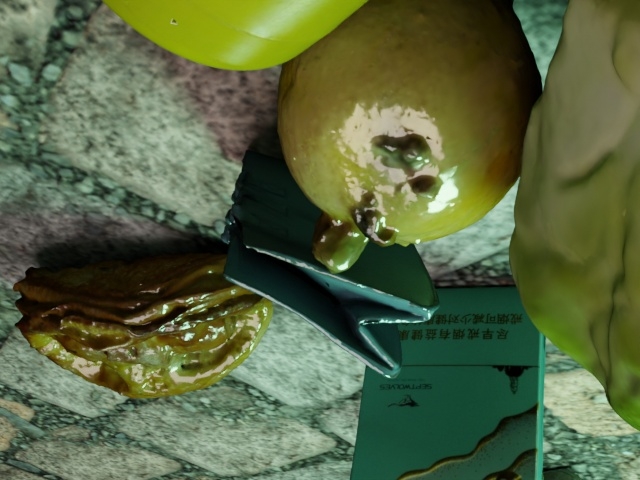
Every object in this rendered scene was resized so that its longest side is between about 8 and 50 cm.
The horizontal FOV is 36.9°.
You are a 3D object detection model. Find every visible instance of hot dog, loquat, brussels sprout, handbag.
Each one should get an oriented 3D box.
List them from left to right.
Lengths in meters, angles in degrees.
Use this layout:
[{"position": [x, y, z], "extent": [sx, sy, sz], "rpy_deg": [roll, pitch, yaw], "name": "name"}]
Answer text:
[{"position": [-0.174, 0.083, 0.938], "extent": [0.259, 0.114, 0.175], "rpy_deg": [-4, 145, 22], "name": "hot dog"}, {"position": [0.000, 0.000, 0.689], "extent": [0.144, 0.221, 0.057], "rpy_deg": [25, 109, -11], "name": "handbag"}, {"position": [0.050, -0.073, 0.572], "extent": [0.149, 0.204, 0.172], "rpy_deg": [23, 173, 25], "name": "loquat"}, {"position": [0.233, -0.016, 0.487], "extent": [0.317, 0.242, 0.274], "rpy_deg": [29, 131, -16], "name": "brussels sprout"}]

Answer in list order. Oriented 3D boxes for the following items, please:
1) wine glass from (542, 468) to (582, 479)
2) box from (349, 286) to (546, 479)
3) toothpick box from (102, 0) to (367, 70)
[{"position": [0.211, 0.305, 1.150], "extent": [0.232, 0.156, 0.156], "rpy_deg": [27, 144, -32], "name": "wine glass"}, {"position": [0.115, 0.147, 0.850], "extent": [0.162, 0.229, 0.041], "rpy_deg": [-3, 145, 19], "name": "box"}, {"position": [0.015, -0.205, 0.399], "extent": [0.175, 0.175, 0.271], "rpy_deg": [32, 138, -30], "name": "toothpick box"}]
